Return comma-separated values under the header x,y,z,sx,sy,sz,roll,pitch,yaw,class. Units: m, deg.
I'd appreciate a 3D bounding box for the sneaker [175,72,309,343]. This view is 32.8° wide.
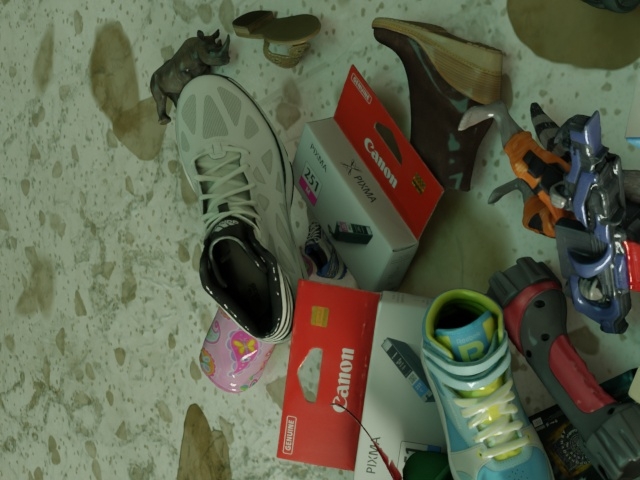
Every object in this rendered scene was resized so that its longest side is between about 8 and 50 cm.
x,y,z,sx,sy,sz,roll,pitch,yaw,class
-0.119,-0.060,1.643,0.257,0.169,0.448,48,-157,-86,sneaker

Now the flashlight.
x,y,z,sx,sy,sz,roll,pitch,yaw,class
0.320,0.156,1.362,0.304,0.103,0.103,57,172,38,flashlight

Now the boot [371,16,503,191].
x,y,z,sx,sy,sz,roll,pitch,yaw,class
0.144,-0.201,1.561,0.248,0.090,0.207,31,115,41,boot

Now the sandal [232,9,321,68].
x,y,z,sx,sy,sz,roll,pitch,yaw,class
-0.061,-0.328,1.819,0.240,0.088,0.079,26,145,52,sandal

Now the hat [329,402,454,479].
x,y,z,sx,sy,sz,roll,pitch,yaw,class
0.129,0.336,1.558,0.183,0.173,0.209,23,116,40,hat

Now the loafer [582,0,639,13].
x,y,z,sx,sy,sz,roll,pitch,yaw,class
0.353,-0.411,1.300,0.084,0.096,0.268,26,115,51,loafer

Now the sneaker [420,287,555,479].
x,y,z,sx,sy,sz,roll,pitch,yaw,class
0.204,0.205,1.362,0.208,0.127,0.319,76,171,-61,sneaker

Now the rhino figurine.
x,y,z,sx,sy,sz,roll,pitch,yaw,class
-0.238,-0.315,2.009,0.243,0.073,0.106,-34,72,44,rhino figurine

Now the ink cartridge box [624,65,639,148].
x,y,z,sx,sy,sz,roll,pitch,yaw,class
0.424,-0.133,1.215,0.092,0.143,0.090,4,79,49,ink cartridge box

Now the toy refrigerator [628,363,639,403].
x,y,z,sx,sy,sz,roll,pitch,yaw,class
0.487,0.195,1.196,0.269,0.102,0.094,36,120,42,toy refrigerator

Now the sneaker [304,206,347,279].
x,y,z,sx,sy,sz,roll,pitch,yaw,class
0.000,0.000,1.775,0.052,0.058,0.135,-36,66,45,sneaker

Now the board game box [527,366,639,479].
x,y,z,sx,sy,sz,roll,pitch,yaw,class
0.362,0.255,1.404,0.186,0.026,0.126,-37,66,44,board game box

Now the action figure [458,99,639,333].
x,y,z,sx,sy,sz,roll,pitch,yaw,class
0.324,-0.072,1.293,0.330,0.178,0.341,35,154,35,action figure

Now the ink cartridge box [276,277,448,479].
x,y,z,sx,sy,sz,roll,pitch,yaw,class
0.074,0.220,1.592,0.261,0.066,0.296,8,104,5,ink cartridge box

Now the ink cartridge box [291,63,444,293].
x,y,z,sx,sy,sz,roll,pitch,yaw,class
0.061,-0.087,1.653,0.275,0.060,0.239,58,149,28,ink cartridge box

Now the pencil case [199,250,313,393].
x,y,z,sx,sy,sz,roll,pitch,yaw,class
-0.115,0.130,1.880,0.124,0.124,0.284,49,129,34,pencil case
